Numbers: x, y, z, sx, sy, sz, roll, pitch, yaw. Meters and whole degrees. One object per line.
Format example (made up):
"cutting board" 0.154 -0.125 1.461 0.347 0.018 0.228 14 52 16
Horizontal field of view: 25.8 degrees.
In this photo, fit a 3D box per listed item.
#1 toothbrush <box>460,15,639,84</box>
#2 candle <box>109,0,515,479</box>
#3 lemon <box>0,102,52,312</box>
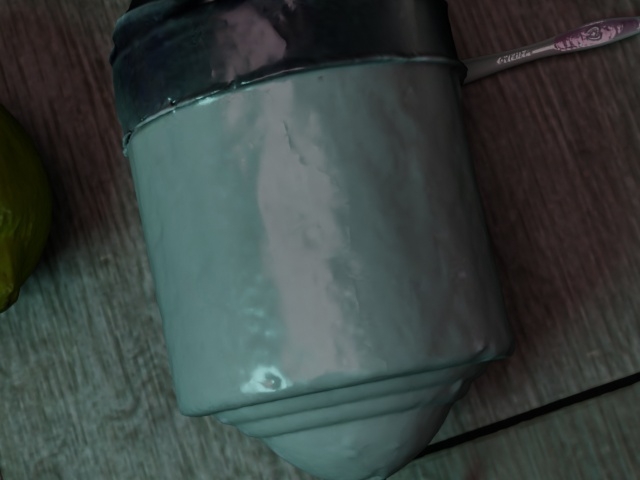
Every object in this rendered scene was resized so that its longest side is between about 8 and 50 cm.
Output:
"toothbrush" 0.176 -0.133 0.919 0.204 0.022 0.017 -14 78 18
"candle" 0.000 0.000 0.852 0.221 0.221 0.343 -14 81 15
"lemon" -0.289 -0.037 0.960 0.248 0.184 0.184 33 94 26
